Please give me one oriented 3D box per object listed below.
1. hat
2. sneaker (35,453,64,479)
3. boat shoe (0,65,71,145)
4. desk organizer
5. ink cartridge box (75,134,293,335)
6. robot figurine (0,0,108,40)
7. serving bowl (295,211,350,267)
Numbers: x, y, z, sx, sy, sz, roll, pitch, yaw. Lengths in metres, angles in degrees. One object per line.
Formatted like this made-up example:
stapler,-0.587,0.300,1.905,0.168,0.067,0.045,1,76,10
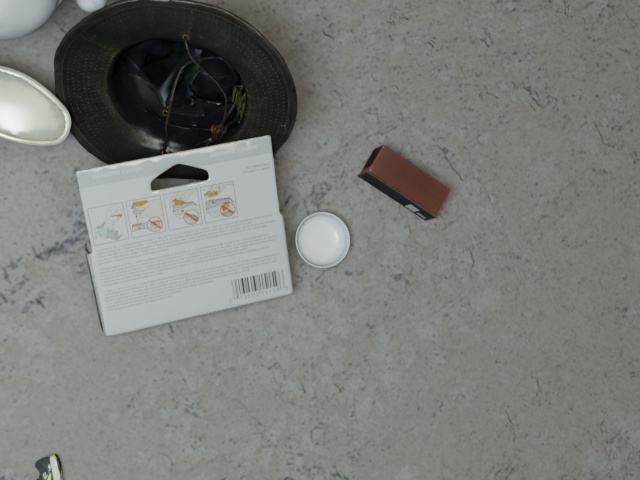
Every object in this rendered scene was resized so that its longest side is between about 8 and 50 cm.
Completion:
hat,-0.191,-0.230,1.457,0.331,0.331,0.134,21,43,-14
sneaker,-0.370,0.336,1.450,0.035,0.031,0.083,-9,85,-3
boat shoe,-0.461,-0.191,1.425,0.255,0.079,0.095,16,85,-12
desk organizer,0.128,-0.087,1.602,0.130,0.047,0.050,33,77,-12
ink cartridge box,-0.188,-0.012,1.465,0.275,0.060,0.238,-12,109,-16
robot figurine,-0.395,-0.397,1.358,0.300,0.199,0.353,24,55,-2
serving bowl,0.000,0.000,1.570,0.083,0.027,0.083,1,87,-16
